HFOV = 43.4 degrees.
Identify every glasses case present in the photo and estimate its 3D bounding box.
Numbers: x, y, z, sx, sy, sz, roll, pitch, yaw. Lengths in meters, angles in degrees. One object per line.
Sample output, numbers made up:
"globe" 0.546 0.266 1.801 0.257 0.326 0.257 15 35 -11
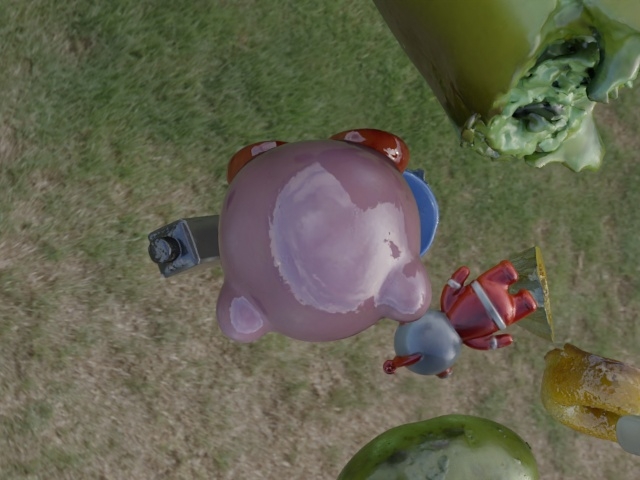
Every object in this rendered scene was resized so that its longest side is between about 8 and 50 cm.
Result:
"glasses case" 0.272 0.159 0.640 0.021 0.083 0.032 -6 91 -31

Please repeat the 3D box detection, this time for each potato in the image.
"potato" 0.161 0.351 1.119 0.305 0.216 0.215 -7 89 -32

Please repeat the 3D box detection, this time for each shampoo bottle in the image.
"shampoo bottle" -0.196 0.005 1.331 0.246 0.080 0.079 -12 80 -66

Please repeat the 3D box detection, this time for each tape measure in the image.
"tape measure" 0.101 0.015 1.575 0.216 0.098 0.351 17 99 5

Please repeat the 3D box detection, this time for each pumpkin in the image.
"pumpkin" 0.446 0.120 1.752 0.110 0.217 0.217 -4 87 16

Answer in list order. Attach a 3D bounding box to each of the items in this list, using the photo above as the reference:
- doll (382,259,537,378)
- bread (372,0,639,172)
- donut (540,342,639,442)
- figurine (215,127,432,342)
"doll" 0.197 0.129 1.194 0.245 0.076 0.142 -34 98 9
"bread" 0.134 -0.235 0.617 0.251 0.208 0.376 -10 65 -46
"donut" 0.402 0.231 1.155 0.074 0.190 0.174 -58 153 -27
"figurine" 0.000 0.000 0.657 0.173 0.173 0.173 2 85 -25
